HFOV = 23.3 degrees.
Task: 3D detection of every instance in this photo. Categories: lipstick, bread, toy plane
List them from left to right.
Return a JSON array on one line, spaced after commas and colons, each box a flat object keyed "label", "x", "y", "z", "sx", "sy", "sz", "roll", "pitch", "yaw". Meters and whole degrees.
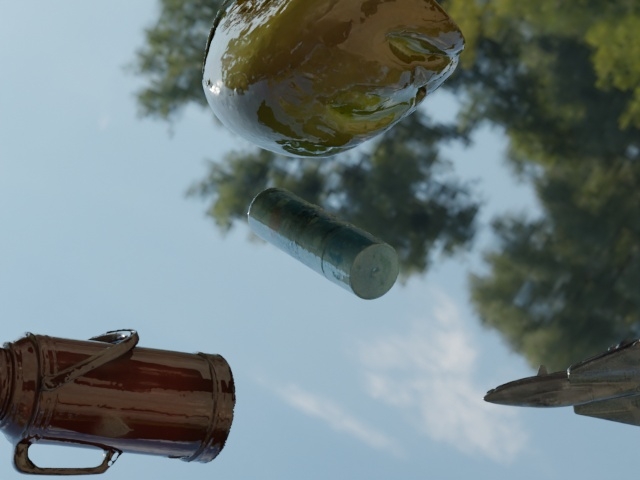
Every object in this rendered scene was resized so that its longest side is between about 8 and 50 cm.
[{"label": "bread", "x": -0.002, "y": -0.133, "z": 1.233, "sx": 0.158, "sy": 0.156, "sz": 0.260, "roll": 41, "pitch": 175, "yaw": -22}, {"label": "lipstick", "x": 0.000, "y": 0.000, "z": 1.237, "sx": 0.048, "sy": 0.048, "sz": 0.158, "roll": 9, "pitch": -167, "yaw": -36}, {"label": "toy plane", "x": 0.296, "y": 0.136, "z": 1.530, "sx": 0.267, "sy": 0.212, "sz": 0.088, "roll": -4, "pitch": -152, "yaw": 18}]

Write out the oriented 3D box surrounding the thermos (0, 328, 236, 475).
[{"label": "thermos", "x": -0.191, "y": 0.129, "z": 1.254, "sx": 0.232, "sy": 0.124, "sz": 0.099, "roll": 9, "pitch": 169, "yaw": -31}]
